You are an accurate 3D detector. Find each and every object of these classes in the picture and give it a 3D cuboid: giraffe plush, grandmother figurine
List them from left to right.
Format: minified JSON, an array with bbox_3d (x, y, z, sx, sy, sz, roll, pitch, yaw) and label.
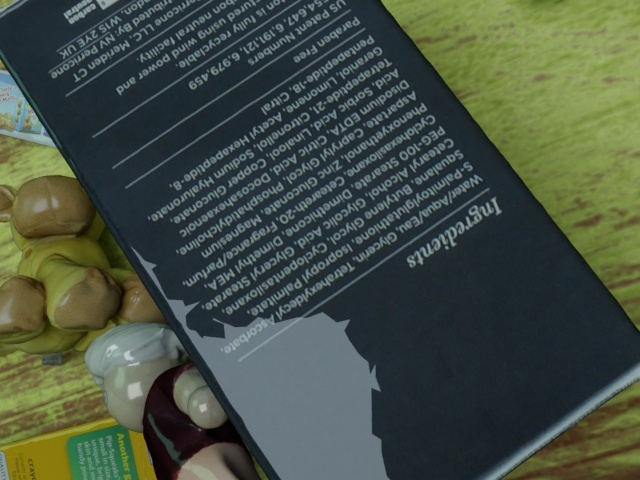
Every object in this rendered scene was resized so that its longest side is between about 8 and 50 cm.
[{"bbox_3d":[-0.232,0.013,0.896,0.210,0.181,0.171,-28,63,54],"label":"giraffe plush"},{"bbox_3d":[-0.080,0.172,0.702,0.342,0.104,0.208,46,140,43],"label":"grandmother figurine"}]

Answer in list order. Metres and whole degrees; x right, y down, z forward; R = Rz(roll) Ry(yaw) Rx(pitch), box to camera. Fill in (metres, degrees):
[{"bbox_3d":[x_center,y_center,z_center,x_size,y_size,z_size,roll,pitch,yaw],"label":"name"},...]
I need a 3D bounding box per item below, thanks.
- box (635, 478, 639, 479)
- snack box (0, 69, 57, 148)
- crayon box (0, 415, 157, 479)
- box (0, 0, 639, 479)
[{"bbox_3d":[0.237,0.269,0.711,0.109,0.042,0.178,-16,67,6],"label":"box"},{"bbox_3d":[-0.305,-0.135,0.986,0.178,0.022,0.064,15,93,22],"label":"snack box"},{"bbox_3d":[-0.217,0.274,0.902,0.323,0.083,0.203,-17,81,21],"label":"crayon box"},{"bbox_3d":[0.000,0.000,0.686,0.212,0.293,0.395,-35,74,-3],"label":"box"}]
